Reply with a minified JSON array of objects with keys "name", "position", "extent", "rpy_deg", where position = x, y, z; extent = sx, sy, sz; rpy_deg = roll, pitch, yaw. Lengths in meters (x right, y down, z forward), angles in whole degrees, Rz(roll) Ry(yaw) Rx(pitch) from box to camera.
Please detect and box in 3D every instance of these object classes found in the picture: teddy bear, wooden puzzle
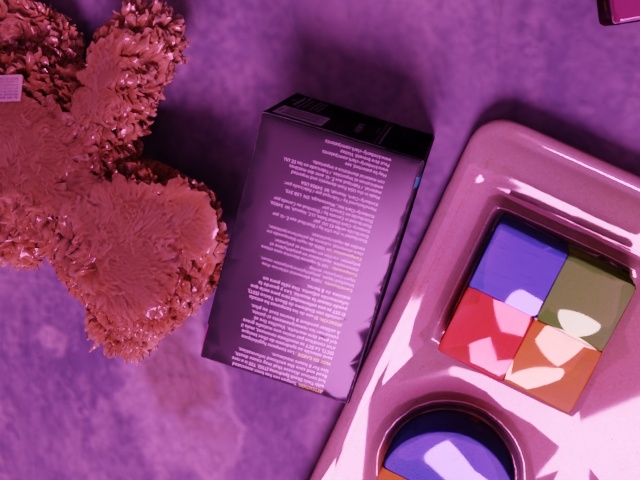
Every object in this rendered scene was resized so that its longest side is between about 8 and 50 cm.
[{"name":"teddy bear","position":[-0.191,-0.074,0.697],"extent":[0.338,0.113,0.245],"rpy_deg":[26,99,15]},{"name":"wooden puzzle","position":[0.180,0.138,0.653],"extent":[0.322,0.080,0.348],"rpy_deg":[25,106,7]}]

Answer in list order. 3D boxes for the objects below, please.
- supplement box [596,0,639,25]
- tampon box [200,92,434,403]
[{"name":"supplement box","position":[0.185,-0.173,0.528],"extent":[0.080,0.188,0.104],"rpy_deg":[-8,100,16]},{"name":"tampon box","position":[0.000,0.000,0.643],"extent":[0.101,0.120,0.161],"rpy_deg":[18,105,4]}]
